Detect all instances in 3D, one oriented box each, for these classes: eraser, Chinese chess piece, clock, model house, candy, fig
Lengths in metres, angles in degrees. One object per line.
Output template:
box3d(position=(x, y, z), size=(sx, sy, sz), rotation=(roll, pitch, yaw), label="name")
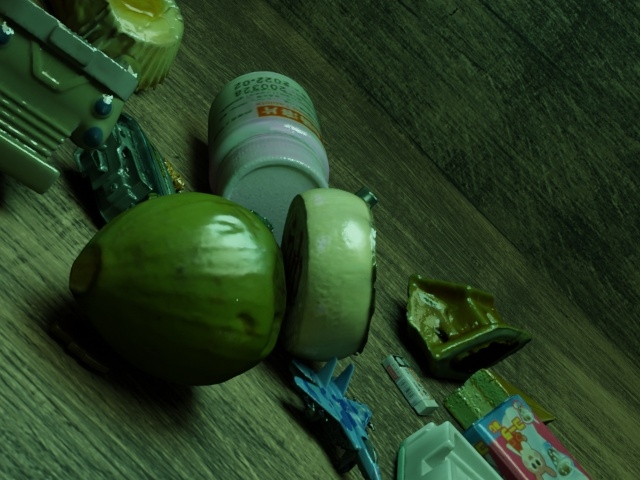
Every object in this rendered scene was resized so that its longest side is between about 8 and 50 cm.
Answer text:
box3d(position=(0.163, 0.261, 1.900), size=(0.052, 0.029, 0.122), rotation=(16, 33, -57), label="eraser")
box3d(position=(0.007, 0.053, 1.627), size=(0.112, 0.270, 0.270), rotation=(4, 31, -13), label="Chinese chess piece")
box3d(position=(0.225, 0.411, 1.566), size=(0.231, 0.116, 0.262), rotation=(43, 19, -9), label="clock")
box3d(position=(0.263, 0.151, 2.135), size=(0.268, 0.173, 0.239), rotation=(23, 29, -56), label="model house")
box3d(position=(0.379, 0.432, 1.824), size=(0.306, 0.100, 0.157), rotation=(49, 37, 16), label="candy")
box3d(position=(-0.176, 0.060, 1.276), size=(0.271, 0.239, 0.239), rotation=(2, 42, -40), label="fig")

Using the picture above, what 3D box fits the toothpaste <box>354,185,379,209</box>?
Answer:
box3d(position=(0.000, 0.000, 1.772), size=(0.062, 0.239, 0.039), rotation=(42, 10, -35), label="toothpaste")

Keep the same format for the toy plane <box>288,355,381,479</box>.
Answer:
box3d(position=(0.035, 0.274, 1.517), size=(0.169, 0.078, 0.246), rotation=(29, 30, -42), label="toy plane")

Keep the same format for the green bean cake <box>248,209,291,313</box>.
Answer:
box3d(position=(-0.118, 0.048, 1.628), size=(0.208, 0.107, 0.193), rotation=(54, 17, 24), label="green bean cake")

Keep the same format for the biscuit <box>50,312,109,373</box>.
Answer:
box3d(position=(-0.280, 0.122, 1.243), size=(0.092, 0.016, 0.082), rotation=(51, 13, 14), label="biscuit")

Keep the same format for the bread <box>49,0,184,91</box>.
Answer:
box3d(position=(-0.404, -0.451, 2.039), size=(0.236, 0.183, 0.389), rotation=(8, 44, -37), label="bread")

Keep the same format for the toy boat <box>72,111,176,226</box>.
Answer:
box3d(position=(-0.293, -0.101, 1.552), size=(0.122, 0.114, 0.296), rotation=(39, 17, -46), label="toy boat")

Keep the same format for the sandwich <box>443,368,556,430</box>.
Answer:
box3d(position=(0.350, 0.327, 2.026), size=(0.144, 0.117, 0.187), rotation=(55, 21, 20), label="sandwich")

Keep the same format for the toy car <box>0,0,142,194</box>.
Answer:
box3d(position=(-0.416, -0.216, 1.444), size=(0.242, 0.226, 0.336), rotation=(34, -6, -29), label="toy car")

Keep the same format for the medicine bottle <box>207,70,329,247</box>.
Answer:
box3d(position=(-0.098, -0.148, 1.922), size=(0.219, 0.219, 0.388), rotation=(37, 19, -23), label="medicine bottle")

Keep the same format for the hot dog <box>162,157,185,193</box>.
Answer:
box3d(position=(-0.291, -0.133, 1.728), size=(0.188, 0.055, 0.072), rotation=(45, 16, 2), label="hot dog")
